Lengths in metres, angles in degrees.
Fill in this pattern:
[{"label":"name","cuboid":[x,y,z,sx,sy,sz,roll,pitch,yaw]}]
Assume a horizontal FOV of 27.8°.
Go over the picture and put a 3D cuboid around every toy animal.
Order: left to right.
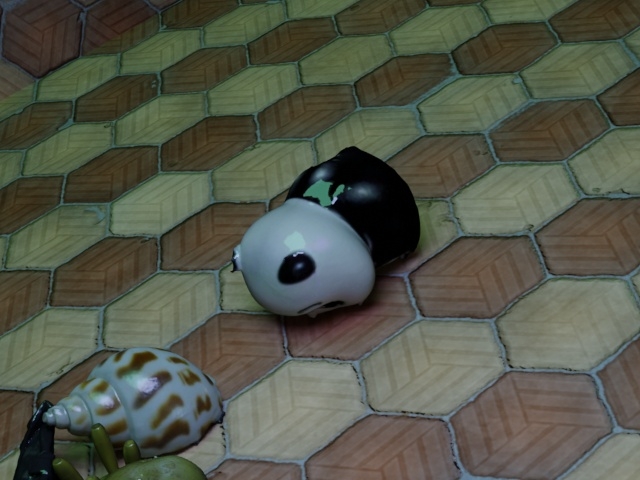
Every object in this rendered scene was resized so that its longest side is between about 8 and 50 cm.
[{"label":"toy animal","cuboid":[0.000,0.000,2.243,0.251,0.250,0.310,12,37,39]}]

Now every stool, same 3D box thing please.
[{"label":"stool","cuboid":[-0.327,0.360,1.975,0.134,0.110,0.135,-15,33,6]}]

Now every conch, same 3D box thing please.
[{"label":"conch","cuboid":[-0.302,0.258,2.077,0.275,0.148,0.183,-28,33,-14]}]

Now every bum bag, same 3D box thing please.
[{"label":"bum bag","cuboid":[-0.441,0.380,2.005,0.074,0.137,0.310,18,27,-17]}]

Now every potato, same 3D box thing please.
[{"label":"potato","cuboid":[-0.257,0.413,1.827,0.174,0.159,0.251,-22,33,43]}]
